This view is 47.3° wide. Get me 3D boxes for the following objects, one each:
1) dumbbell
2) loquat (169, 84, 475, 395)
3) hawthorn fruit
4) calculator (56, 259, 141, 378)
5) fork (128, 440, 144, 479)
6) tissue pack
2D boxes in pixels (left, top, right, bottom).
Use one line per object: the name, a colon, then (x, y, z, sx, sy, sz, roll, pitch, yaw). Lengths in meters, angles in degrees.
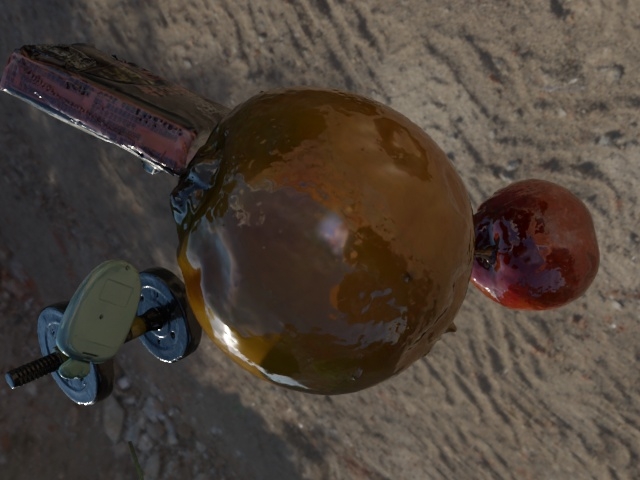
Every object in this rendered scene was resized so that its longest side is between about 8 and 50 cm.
dumbbell: (-0.274, 0.128, 1.007, 0.143, 0.326, 0.143, 18, 118, 37)
loquat: (0.000, 0.000, 0.778, 0.328, 0.328, 0.328, 34, 146, 27)
hawthorn fruit: (0.340, 0.016, 1.269, 0.242, 0.272, 0.241, 18, 114, 48)
calculator: (-0.265, 0.096, 0.873, 0.021, 0.152, 0.095, 15, 169, 36)
fork: (-0.302, 0.470, 1.306, 0.021, 0.039, 0.235, -25, 77, 19)
tissue pack: (-0.300, -0.206, 1.162, 0.333, 0.245, 0.123, 26, 109, 8)
